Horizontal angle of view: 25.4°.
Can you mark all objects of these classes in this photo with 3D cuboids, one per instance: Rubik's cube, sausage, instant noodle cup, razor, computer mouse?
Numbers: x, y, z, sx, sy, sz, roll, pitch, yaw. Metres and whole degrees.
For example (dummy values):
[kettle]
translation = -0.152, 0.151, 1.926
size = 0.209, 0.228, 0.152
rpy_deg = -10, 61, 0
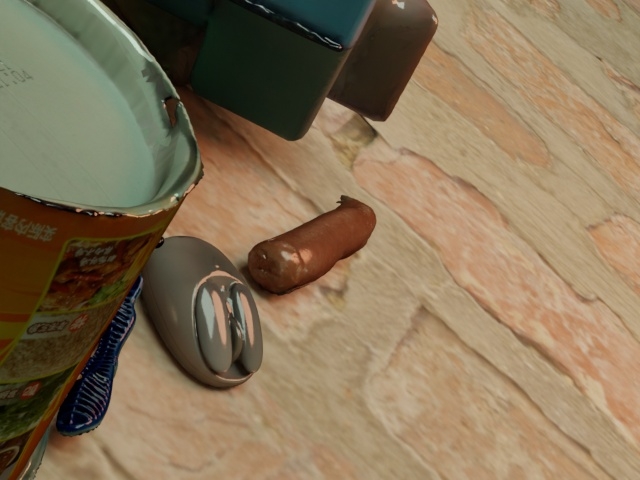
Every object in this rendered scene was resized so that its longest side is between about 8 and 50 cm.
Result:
[Rubik's cube]
translation = -0.063, -0.284, 0.942
size = 0.387, 0.358, 0.368
rpy_deg = 28, 28, -4
[sausage]
translation = 0.000, 0.000, 0.942
size = 0.042, 0.036, 0.158
rpy_deg = 52, 28, 2
[instant noodle cup]
translation = -0.170, -0.015, 0.588
size = 0.230, 0.182, 0.230
rpy_deg = 32, 28, -20
[razor]
translation = -0.111, 0.052, 0.733
size = 0.154, 0.044, 0.028
rpy_deg = -84, 167, -53
[computer mouse]
translation = -0.064, 0.036, 0.804
size = 0.066, 0.039, 0.096
rpy_deg = 7, 44, -48
